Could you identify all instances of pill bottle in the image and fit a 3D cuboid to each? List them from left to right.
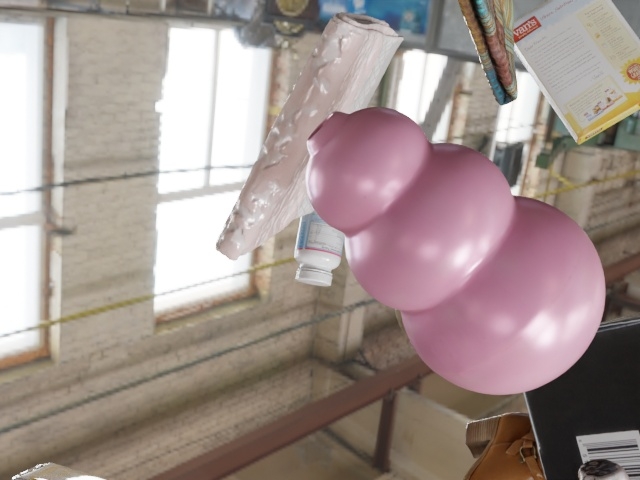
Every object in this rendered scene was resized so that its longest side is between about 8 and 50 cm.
[{"bbox_3d":[0.000,0.000,1.529,0.087,0.160,0.087,10,170,2],"label":"pill bottle"}]

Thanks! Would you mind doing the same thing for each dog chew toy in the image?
[{"bbox_3d":[0.121,-0.001,0.822,0.332,0.206,0.206,42,-165,-10],"label":"dog chew toy"}]

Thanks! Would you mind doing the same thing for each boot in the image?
[{"bbox_3d":[0.395,0.463,1.604,0.220,0.109,0.283,-12,-139,25],"label":"boot"}]

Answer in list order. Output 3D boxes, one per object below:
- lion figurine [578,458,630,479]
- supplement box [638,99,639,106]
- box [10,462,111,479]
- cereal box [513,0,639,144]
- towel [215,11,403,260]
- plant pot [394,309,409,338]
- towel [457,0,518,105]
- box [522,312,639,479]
[{"bbox_3d":[0.121,0.316,0.543,0.393,0.240,0.142,-16,-173,-10],"label":"lion figurine"},{"bbox_3d":[0.515,-0.233,1.211,0.098,0.062,0.036,-36,-121,-24],"label":"supplement box"},{"bbox_3d":[-0.119,0.236,0.560,0.203,0.114,0.103,18,169,-3],"label":"box"},{"bbox_3d":[0.447,-0.307,1.404,0.173,0.240,0.047,-30,165,8],"label":"cereal box"},{"bbox_3d":[-0.003,-0.147,1.127,0.053,0.331,0.317,31,-161,8],"label":"towel"},{"bbox_3d":[0.304,0.111,1.677,0.323,0.322,0.280,-7,171,-36],"label":"plant pot"},{"bbox_3d":[0.176,-0.365,0.879,0.040,0.369,0.271,-5,163,21],"label":"towel"},{"bbox_3d":[0.647,0.353,1.450,0.472,0.479,0.297,-6,169,-40],"label":"box"}]
